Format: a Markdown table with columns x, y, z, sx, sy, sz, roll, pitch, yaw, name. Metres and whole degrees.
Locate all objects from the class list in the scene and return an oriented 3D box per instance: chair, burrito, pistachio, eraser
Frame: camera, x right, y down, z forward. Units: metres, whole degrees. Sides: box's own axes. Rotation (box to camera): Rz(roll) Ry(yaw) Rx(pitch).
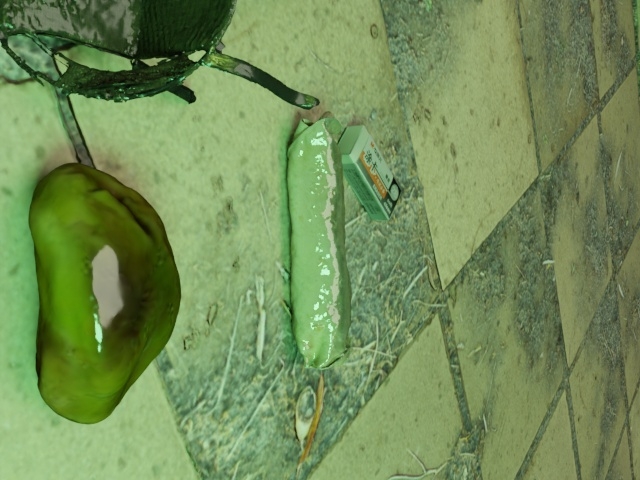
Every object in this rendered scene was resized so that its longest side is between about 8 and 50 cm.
| x | y | z | sx | sy | sz | roll | pitch | yaw | name |
| --- | --- | --- | --- | --- | --- | --- | --- | --- | --- |
| -0.118 | -0.180 | 0.494 | 0.213 | 0.149 | 0.174 | 6 | 91 | -49 | chair |
| 0.000 | 0.000 | 0.731 | 0.082 | 0.059 | 0.276 | -15 | 104 | -60 | burrito |
| -0.151 | 0.039 | 0.486 | 0.110 | 0.100 | 0.190 | -3 | 92 | -49 | pistachio |
| 0.060 | -0.081 | 0.833 | 0.122 | 0.029 | 0.052 | 53 | 50 | -40 | eraser |
